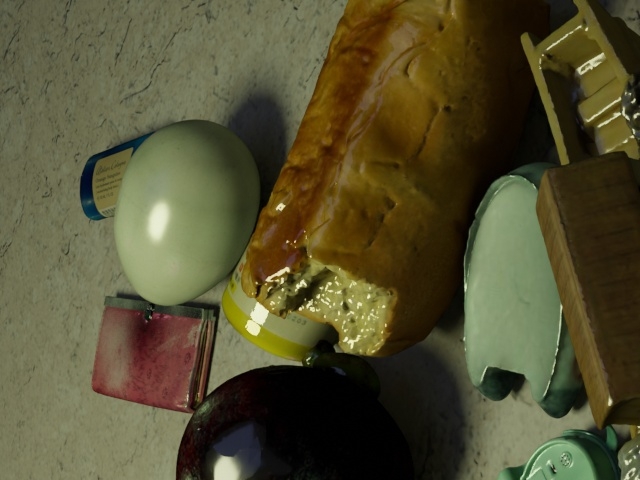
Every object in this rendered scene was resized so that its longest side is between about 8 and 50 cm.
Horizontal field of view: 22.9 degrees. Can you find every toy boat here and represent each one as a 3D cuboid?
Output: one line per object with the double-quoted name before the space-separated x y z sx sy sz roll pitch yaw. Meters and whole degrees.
"toy boat" 0.183 0.039 1.308 0.134 0.079 0.207 8 98 58
"toy boat" 0.231 0.023 1.158 0.136 0.162 0.445 -38 52 44

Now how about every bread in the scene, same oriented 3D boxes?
"bread" 0.076 -0.068 1.355 0.149 0.195 0.344 28 100 44

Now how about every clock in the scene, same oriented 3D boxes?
"clock" 0.202 0.197 1.248 0.135 0.041 0.101 -49 45 34

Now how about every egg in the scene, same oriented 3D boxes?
"egg" -0.146 -0.028 1.686 0.151 0.151 0.209 43 116 50

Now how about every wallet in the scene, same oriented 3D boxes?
"wallet" -0.196 0.129 1.817 0.232 0.025 0.119 2 83 54

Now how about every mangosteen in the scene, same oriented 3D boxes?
"mangosteen" -0.027 0.201 1.424 0.216 0.216 0.216 -19 65 50

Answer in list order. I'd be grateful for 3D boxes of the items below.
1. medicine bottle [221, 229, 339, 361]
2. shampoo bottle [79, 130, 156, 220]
"medicine bottle" 0.000 0.000 1.507 0.212 0.122 0.122 -62 39 20
"shampoo bottle" -0.225 -0.078 1.892 0.183 0.050 0.087 -14 67 51
